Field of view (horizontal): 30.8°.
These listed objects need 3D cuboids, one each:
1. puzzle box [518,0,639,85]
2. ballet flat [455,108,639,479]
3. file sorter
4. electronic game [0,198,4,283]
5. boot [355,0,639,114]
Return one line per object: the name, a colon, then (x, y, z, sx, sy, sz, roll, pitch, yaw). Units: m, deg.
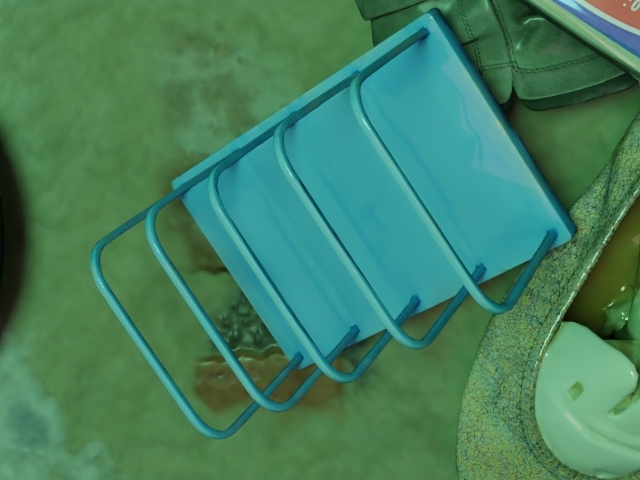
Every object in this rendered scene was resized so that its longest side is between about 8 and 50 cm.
puzzle box: (0.036, -0.275, 0.414, 0.409, 0.052, 0.272, 34, 102, 3)
ballet flat: (0.154, 0.018, 0.520, 0.108, 0.106, 0.316, 19, 104, -14)
file sorter: (0.000, 0.000, 0.516, 0.170, 0.104, 0.118, -29, 97, 34)
electronic game: (-0.269, -0.010, 0.605, 0.229, 0.048, 0.229, 3, 101, 16)
boot: (0.024, -0.126, 0.534, 0.247, 0.083, 0.161, -1, 109, 11)
